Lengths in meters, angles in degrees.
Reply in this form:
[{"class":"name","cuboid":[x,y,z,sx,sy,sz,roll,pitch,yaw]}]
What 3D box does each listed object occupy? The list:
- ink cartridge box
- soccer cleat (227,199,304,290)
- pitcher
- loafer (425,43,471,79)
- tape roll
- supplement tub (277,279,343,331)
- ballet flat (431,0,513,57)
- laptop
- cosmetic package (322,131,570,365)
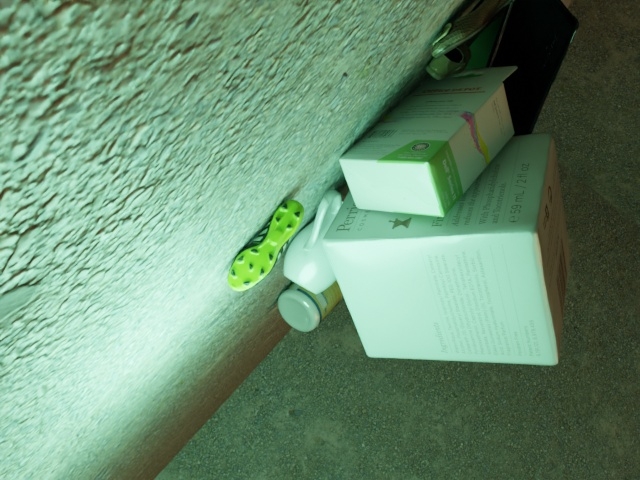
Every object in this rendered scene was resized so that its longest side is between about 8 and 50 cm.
[{"class":"ink cartridge box","cuboid":[0.226,-0.199,1.205,0.207,0.119,0.353,9,-136,44]},{"class":"soccer cleat","cuboid":[-0.085,0.011,1.041,0.179,0.060,0.072,-52,174,-2]},{"class":"pitcher","cuboid":[0.000,0.000,1.337,0.207,0.125,0.178,-59,155,-5]},{"class":"loafer","cuboid":[0.262,-0.358,1.237,0.148,0.056,0.050,-43,177,-42]},{"class":"tape roll","cuboid":[0.441,-0.417,1.617,0.321,0.077,0.321,-40,154,-24]},{"class":"supplement tub","cuboid":[-0.019,0.163,1.897,0.200,0.144,0.144,-43,170,-41]},{"class":"ballet flat","cuboid":[0.279,-0.410,1.120,0.250,0.058,0.084,-42,-167,-16]},{"class":"laptop","cuboid":[0.499,-0.388,1.374,0.408,0.236,0.382,-27,146,-31]},{"class":"cosmetic package","cuboid":[0.274,0.021,1.277,0.329,0.394,0.327,-62,139,-45]}]
